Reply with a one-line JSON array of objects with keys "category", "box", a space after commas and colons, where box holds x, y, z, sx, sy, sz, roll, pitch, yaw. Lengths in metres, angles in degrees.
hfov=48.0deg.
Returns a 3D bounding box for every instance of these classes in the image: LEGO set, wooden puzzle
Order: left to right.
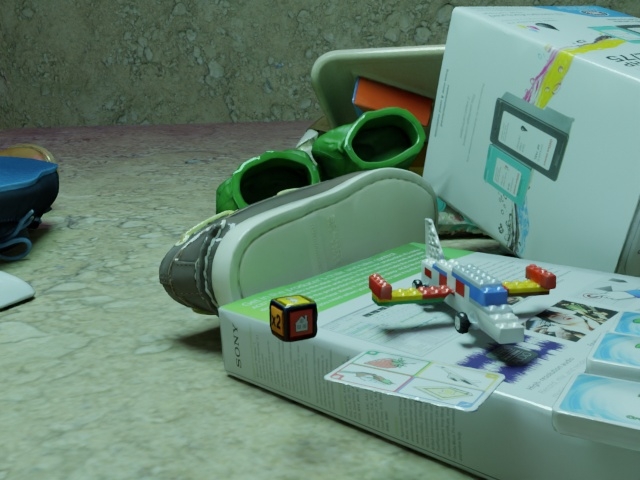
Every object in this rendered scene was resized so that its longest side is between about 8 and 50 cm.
[{"category": "wooden puzzle", "box": [0.189, -0.146, 1.019, 0.347, 0.081, 0.322, -2, -29, 18]}, {"category": "LEGO set", "box": [0.098, 0.036, 0.381, 0.244, 0.060, 0.182, 6, 13, 31]}]

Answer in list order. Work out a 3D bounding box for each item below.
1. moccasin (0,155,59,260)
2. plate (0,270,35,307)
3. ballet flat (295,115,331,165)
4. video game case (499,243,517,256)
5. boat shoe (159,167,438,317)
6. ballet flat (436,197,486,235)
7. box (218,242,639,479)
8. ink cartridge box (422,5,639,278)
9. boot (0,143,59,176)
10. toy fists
[{"category": "moccasin", "box": [-0.398, -0.034, 0.894, 0.137, 0.117, 0.342, 10, 9, 1]}, {"category": "plate", "box": [-0.465, 0.056, 0.668, 0.277, 0.045, 0.278, 5, 15, 30]}, {"category": "ballet flat", "box": [0.021, -0.185, 1.483, 0.124, 0.116, 0.342, -26, 24, -13]}, {"category": "video game case", "box": [0.298, 0.008, 0.764, 0.157, 0.019, 0.143, -8, 15, -22]}, {"category": "boat shoe", "box": [0.000, 0.000, 0.665, 0.096, 0.117, 0.324, 1, 13, 38]}, {"category": "ballet flat", "box": [0.160, -0.047, 0.890, 0.240, 0.091, 0.077, 0, 0, 3]}, {"category": "box", "box": [0.121, 0.068, 0.479, 0.321, 0.059, 0.232, 12, 20, 43]}, {"category": "ink cartridge box", "box": [0.263, -0.093, 0.677, 0.198, 0.197, 0.270, -10, 33, -26]}, {"category": "boot", "box": [-0.578, -0.084, 1.122, 0.283, 0.109, 0.220, 0, 12, 20]}, {"category": "toy fists", "box": [-0.004, -0.083, 0.912, 0.279, 0.096, 0.142, -24, -12, -17]}]
